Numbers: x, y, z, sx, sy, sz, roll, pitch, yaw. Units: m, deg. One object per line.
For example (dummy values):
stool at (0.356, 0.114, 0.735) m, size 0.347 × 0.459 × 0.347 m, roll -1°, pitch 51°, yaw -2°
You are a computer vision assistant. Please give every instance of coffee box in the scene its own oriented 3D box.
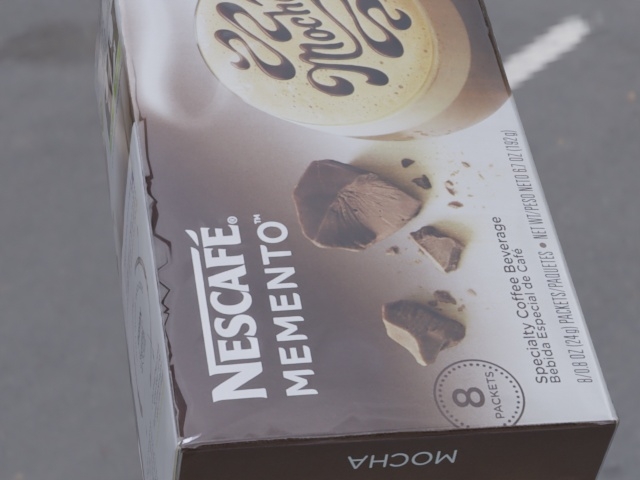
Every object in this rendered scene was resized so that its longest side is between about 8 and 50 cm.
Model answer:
coffee box at (0.000, 0.000, 0.832) m, size 0.168 × 0.119 × 0.297 m, roll -1°, pitch 48°, yaw -11°
